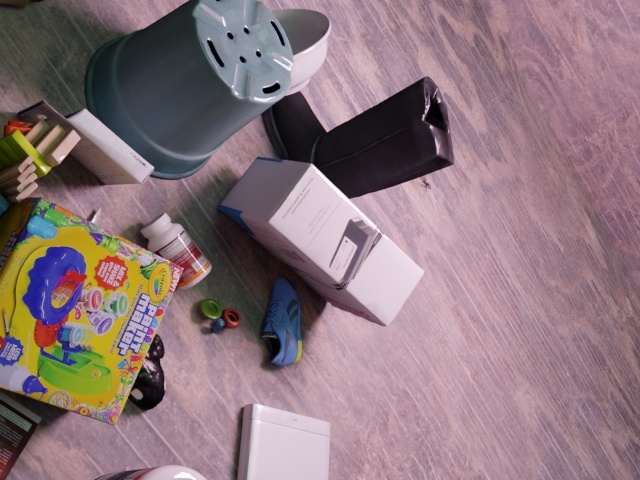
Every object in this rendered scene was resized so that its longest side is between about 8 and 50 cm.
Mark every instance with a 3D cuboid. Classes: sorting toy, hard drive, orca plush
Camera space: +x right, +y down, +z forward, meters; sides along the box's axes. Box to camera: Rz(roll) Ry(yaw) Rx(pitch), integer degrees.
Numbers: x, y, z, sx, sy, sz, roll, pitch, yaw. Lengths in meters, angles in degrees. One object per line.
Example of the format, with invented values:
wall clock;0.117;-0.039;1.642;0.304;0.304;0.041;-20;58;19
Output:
sorting toy;-0.222;0.169;1.659;0.102;0.042;0.061;26;41;-24
hard drive;-0.080;0.547;1.642;0.233;0.047;0.352;25;58;-38
orca plush;-0.344;0.177;1.473;0.151;0.102;0.287;7;69;-45

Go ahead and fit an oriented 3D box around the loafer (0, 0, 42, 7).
loafer;-0.598;-0.486;1.513;0.050;0.056;0.148;55;43;-6

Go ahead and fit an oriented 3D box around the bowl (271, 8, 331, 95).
bowl;-0.106;-0.444;1.886;0.297;0.298;0.134;-59;146;-42

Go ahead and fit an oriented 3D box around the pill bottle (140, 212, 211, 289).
pill bottle;-0.302;0.021;1.594;0.152;0.086;0.086;55;43;-15

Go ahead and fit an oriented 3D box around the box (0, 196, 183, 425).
box;-0.435;0.116;1.288;0.279;0.177;0.289;30;74;-35

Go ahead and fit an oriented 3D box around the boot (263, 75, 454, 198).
boot;0.084;-0.286;1.853;0.146;0.445;0.366;-12;83;-48

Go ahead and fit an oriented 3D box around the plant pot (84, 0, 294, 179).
plant pot;-0.255;-0.342;1.607;0.341;0.334;0.341;21;59;-40

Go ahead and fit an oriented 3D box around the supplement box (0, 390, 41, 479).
supplement box;-0.560;0.351;1.197;0.130;0.073;0.239;44;46;-24

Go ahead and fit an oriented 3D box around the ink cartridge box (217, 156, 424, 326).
ink cartridge box;0.000;0.000;1.745;0.395;0.285;0.166;42;78;-28

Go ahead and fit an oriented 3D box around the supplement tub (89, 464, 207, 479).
supplement tub;-0.307;0.475;1.262;0.191;0.272;0.191;20;61;-40

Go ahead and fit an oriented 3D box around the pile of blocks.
pile of blocks;-0.555;-0.092;1.233;0.362;0.149;0.112;-52;122;-29

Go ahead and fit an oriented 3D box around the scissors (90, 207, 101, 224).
scissors;-0.481;0.052;1.441;0.109;0.021;0.297;25;59;-36

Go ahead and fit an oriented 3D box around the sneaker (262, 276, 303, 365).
sneaker;-0.094;0.182;1.761;0.082;0.069;0.209;9;68;-40

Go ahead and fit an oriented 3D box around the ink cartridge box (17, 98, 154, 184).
ink cartridge box;-0.441;-0.189;1.436;0.224;0.223;0.045;42;72;-27
